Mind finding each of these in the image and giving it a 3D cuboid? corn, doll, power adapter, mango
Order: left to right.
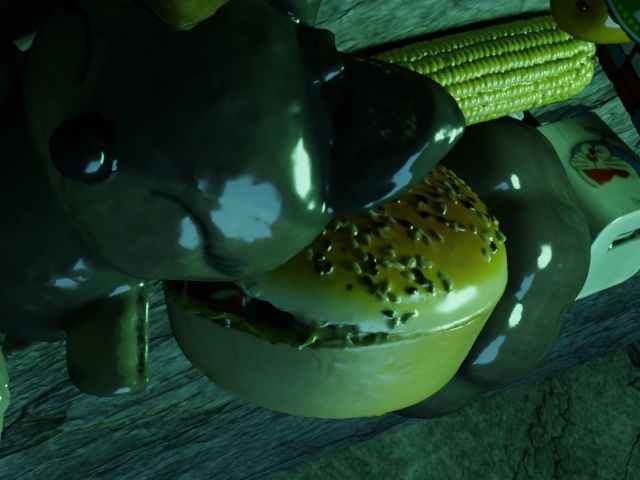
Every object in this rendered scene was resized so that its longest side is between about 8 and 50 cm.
[{"bbox_3d":[-0.101,-0.091,1.298,0.382,0.252,0.379,-27,-161,21],"label":"doll"},{"bbox_3d":[0.140,-0.143,1.686,0.248,0.081,0.081,-16,164,-34],"label":"corn"},{"bbox_3d":[0.234,-0.058,1.936,0.130,0.205,0.125,-19,147,-39],"label":"power adapter"},{"bbox_3d":[0.268,-0.215,1.625,0.184,0.085,0.102,-22,-157,-36],"label":"mango"}]

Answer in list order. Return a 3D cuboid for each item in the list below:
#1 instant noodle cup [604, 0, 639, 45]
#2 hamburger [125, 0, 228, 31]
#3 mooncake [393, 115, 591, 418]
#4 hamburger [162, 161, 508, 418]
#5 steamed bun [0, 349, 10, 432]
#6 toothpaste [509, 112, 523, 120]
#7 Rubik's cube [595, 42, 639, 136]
[{"bbox_3d":[0.318,-0.231,1.456,0.207,0.207,0.232,-21,172,-18],"label":"instant noodle cup"},{"bbox_3d":[-0.049,-0.199,1.038,0.206,0.130,0.183,-26,169,-7],"label":"hamburger"},{"bbox_3d":[0.092,0.014,1.796,0.306,0.306,0.154,-31,167,22],"label":"mooncake"},{"bbox_3d":[0.004,0.011,1.589,0.300,0.300,0.176,-16,129,-33],"label":"hamburger"},{"bbox_3d":[-0.326,0.036,1.127,0.309,0.324,0.219,-31,-152,50],"label":"steamed bun"},{"bbox_3d":[0.104,-0.096,1.907,0.194,0.043,0.067,-24,172,23],"label":"toothpaste"},{"bbox_3d":[0.377,-0.172,1.862,0.154,0.151,0.155,-24,166,-10],"label":"Rubik's cube"}]
